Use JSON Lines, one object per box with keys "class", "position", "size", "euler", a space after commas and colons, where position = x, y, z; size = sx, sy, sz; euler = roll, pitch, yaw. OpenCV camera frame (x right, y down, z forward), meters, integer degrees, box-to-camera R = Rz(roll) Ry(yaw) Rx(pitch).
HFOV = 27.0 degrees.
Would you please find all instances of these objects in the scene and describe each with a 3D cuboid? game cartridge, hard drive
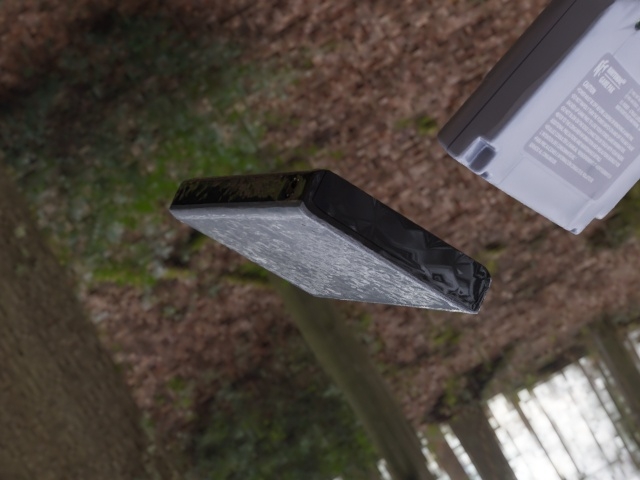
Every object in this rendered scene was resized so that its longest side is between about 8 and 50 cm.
{"class": "game cartridge", "position": [0.223, -0.112, 1.099], "size": [0.196, 0.060, 0.294], "euler": [-45, 153, 12]}
{"class": "hard drive", "position": [0.000, 0.000, 0.587], "size": [0.135, 0.094, 0.022], "euler": [2, -115, 62]}
